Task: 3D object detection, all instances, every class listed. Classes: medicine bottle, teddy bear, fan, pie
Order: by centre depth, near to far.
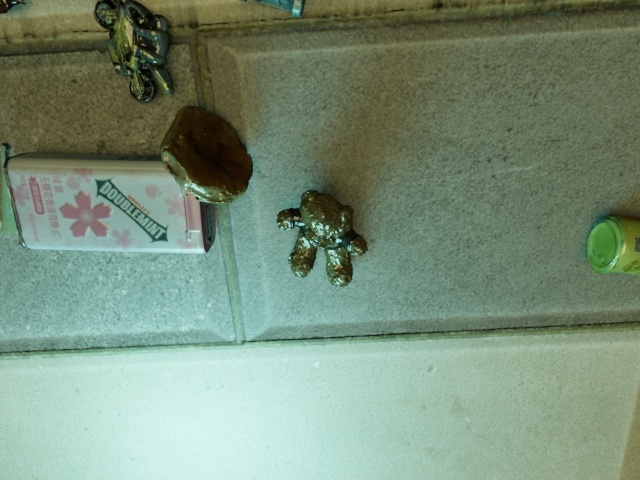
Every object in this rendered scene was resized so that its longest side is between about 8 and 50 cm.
[{"bbox_3d":[-0.197,-0.151,0.839,0.046,0.195,0.195,-26,110,34],"label":"pie"},{"bbox_3d":[0.003,-0.016,0.912,0.182,0.129,0.251,9,149,0],"label":"teddy bear"},{"bbox_3d":[0.673,0.018,0.924,0.239,0.124,0.124,6,111,-2],"label":"medicine bottle"},{"bbox_3d":[-0.637,-0.102,0.952,0.038,0.016,0.193,8,112,-5],"label":"fan"}]

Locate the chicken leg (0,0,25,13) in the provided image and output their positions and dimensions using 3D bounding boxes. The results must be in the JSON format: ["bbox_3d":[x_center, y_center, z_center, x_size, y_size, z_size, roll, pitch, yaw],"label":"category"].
[{"bbox_3d":[-0.634,-0.422,0.806,0.234,0.063,0.105,-15,114,6],"label":"chicken leg"}]

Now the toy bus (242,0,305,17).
[{"bbox_3d":[-0.068,-0.439,0.698,0.114,0.246,0.134,14,99,-4],"label":"toy bus"}]

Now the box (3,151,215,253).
[{"bbox_3d":[-0.402,-0.074,0.913,0.370,0.112,0.190,3,111,2],"label":"box"}]

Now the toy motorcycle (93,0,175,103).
[{"bbox_3d":[-0.318,-0.349,0.829,0.124,0.061,0.193,-19,101,15],"label":"toy motorcycle"}]
